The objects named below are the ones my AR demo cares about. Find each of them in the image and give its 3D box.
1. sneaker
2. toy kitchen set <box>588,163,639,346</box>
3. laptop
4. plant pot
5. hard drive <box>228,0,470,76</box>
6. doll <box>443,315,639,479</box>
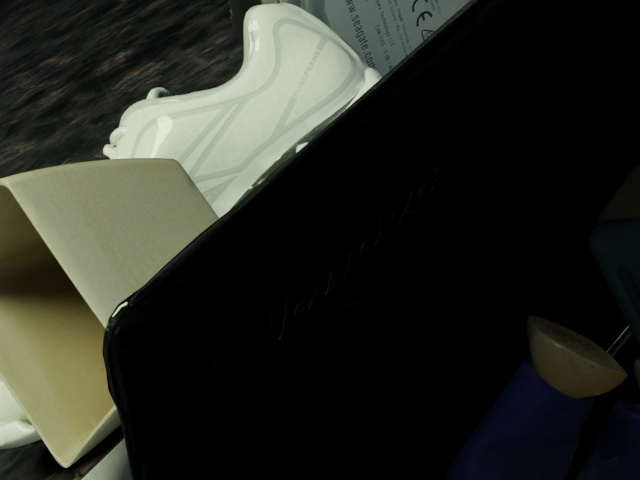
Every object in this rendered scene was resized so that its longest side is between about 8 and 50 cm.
[{"bbox_3d":[-0.084,-0.005,0.835,0.292,0.118,0.110,-43,0,1],"label":"sneaker"},{"bbox_3d":[0.164,0.060,0.435,0.207,0.122,0.166,-7,31,44],"label":"toy kitchen set"},{"bbox_3d":[0.000,0.000,0.618,0.382,0.236,0.408,-43,25,-31],"label":"laptop"},{"bbox_3d":[-0.097,0.022,0.727,0.096,0.109,0.109,-29,-12,-38],"label":"plant pot"},{"bbox_3d":[0.099,-0.200,0.933,0.339,0.237,0.064,-36,42,-16],"label":"hard drive"},{"bbox_3d":[0.044,0.117,0.446,0.046,0.129,0.189,-133,65,-73],"label":"doll"}]
